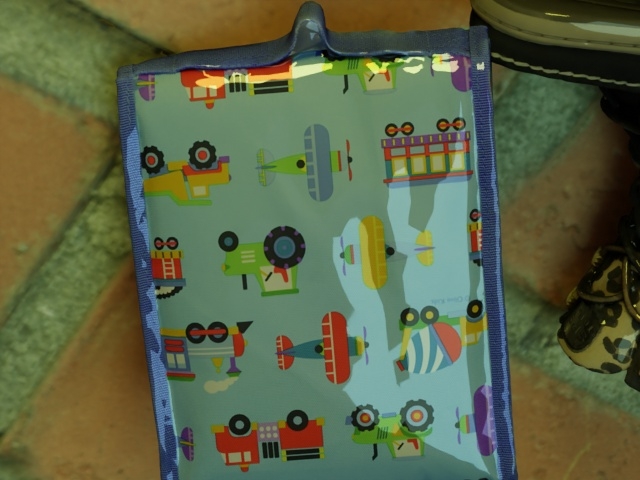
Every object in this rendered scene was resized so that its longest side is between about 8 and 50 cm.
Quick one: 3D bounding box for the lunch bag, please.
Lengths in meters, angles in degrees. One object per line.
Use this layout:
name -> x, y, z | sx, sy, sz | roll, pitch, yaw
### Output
lunch bag -> 0.000, 0.000, 1.105 | 0.221, 0.138, 0.293 | -4, 116, 3

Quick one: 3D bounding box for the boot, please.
boot -> 0.231, -0.037, 1.215 | 0.377, 0.138, 0.284 | 2, 120, -33
